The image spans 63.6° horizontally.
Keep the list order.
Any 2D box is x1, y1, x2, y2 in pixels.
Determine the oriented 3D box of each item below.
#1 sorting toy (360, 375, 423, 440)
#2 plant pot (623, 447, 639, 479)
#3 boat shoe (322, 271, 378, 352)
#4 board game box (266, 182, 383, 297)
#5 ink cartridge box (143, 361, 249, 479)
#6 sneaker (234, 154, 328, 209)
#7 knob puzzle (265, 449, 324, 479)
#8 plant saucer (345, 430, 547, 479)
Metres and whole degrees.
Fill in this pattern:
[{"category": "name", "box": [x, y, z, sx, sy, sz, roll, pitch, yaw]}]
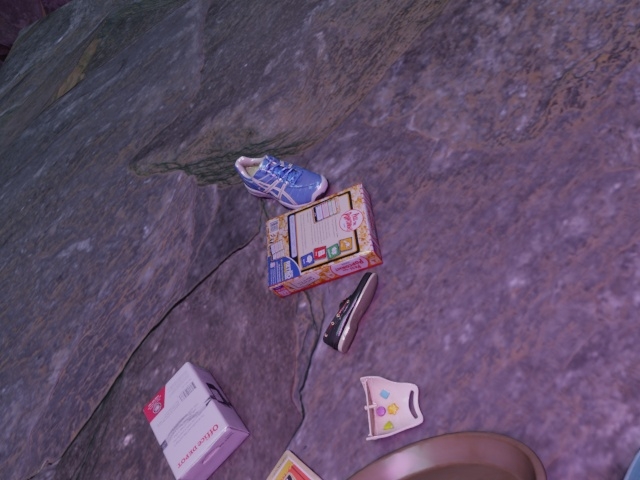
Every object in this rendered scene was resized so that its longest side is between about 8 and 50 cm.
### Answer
[{"category": "sorting toy", "box": [0.098, 0.224, 0.693, 0.075, 0.045, 0.083, -14, 55, 15]}, {"category": "plant pot", "box": [0.410, 0.235, 0.372, 0.290, 0.290, 0.195, -44, 85, 0]}, {"category": "boat shoe", "box": [0.047, 0.104, 0.791, 0.042, 0.049, 0.132, 22, 79, 31]}, {"category": "board game box", "box": [0.000, 0.000, 0.888, 0.194, 0.045, 0.146, -20, 53, 20]}, {"category": "ink cartridge box", "box": [-0.199, 0.287, 0.817, 0.109, 0.063, 0.150, -47, 49, -2]}, {"category": "sneaker", "box": [-0.080, -0.115, 0.986, 0.211, 0.081, 0.080, 11, 66, 34]}, {"category": "knob puzzle", "box": [-0.034, 0.402, 0.667, 0.213, 0.030, 0.213, -15, 55, 23]}, {"category": "plant saucer", "box": [0.101, 0.291, 0.536, 0.278, 0.278, 0.041, -25, 90, 16]}]
